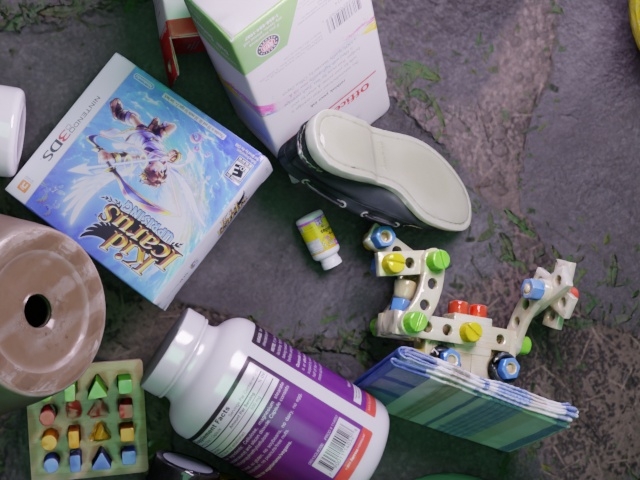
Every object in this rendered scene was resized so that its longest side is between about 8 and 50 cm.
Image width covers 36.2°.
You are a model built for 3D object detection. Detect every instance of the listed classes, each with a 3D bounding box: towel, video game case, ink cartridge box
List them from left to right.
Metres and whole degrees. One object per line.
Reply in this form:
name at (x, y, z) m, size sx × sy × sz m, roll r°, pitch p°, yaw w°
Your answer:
video game case at (-0.245, -0.082, 1.321) m, size 0.269 × 0.061 × 0.244 m, roll 35°, pitch 83°, yaw 13°
ink cartridge box at (-0.188, -0.337, 1.343) m, size 0.078 × 0.134 × 0.231 m, roll -10°, pitch 93°, yaw -12°
ink cartridge box at (-0.031, -0.251, 1.328) m, size 0.207 × 0.353 × 0.119 m, roll -39°, pitch 63°, yaw -10°
towel at (0.197, 0.232, 1.402) m, size 0.285 × 0.209 × 0.034 m, roll 20°, pitch 61°, yaw -10°

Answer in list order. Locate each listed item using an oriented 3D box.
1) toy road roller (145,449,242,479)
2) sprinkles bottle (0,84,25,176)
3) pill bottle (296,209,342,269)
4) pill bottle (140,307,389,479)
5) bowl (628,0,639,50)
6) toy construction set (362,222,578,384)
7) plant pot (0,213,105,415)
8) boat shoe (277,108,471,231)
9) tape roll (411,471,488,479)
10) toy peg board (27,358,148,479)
toy road roller at (-0.095, 0.419, 1.288) m, size 0.240 × 0.329 × 0.202 m, roll 21°, pitch 88°, yaw -47°
sprinkles bottle at (-0.571, -0.164, 1.267) m, size 0.355 × 0.121 × 0.121 m, roll 7°, pitch 89°, yaw -12°
pill bottle at (0.000, 0.000, 1.431) m, size 0.043 × 0.043 × 0.083 m, roll -28°, pitch 96°, yaw -11°
pill bottle at (-0.078, 0.228, 1.346) m, size 0.323 × 0.181 × 0.181 m, roll 33°, pitch 84°, yaw -10°
bowl at (0.582, -0.354, 1.497) m, size 0.289 × 0.156 × 0.289 m, roll 0°, pitch 91°, yaw -13°
toy construction set at (0.213, 0.099, 1.434) m, size 0.327 × 0.151 × 0.215 m, roll 7°, pitch 77°, yaw -10°
plant pot at (-0.418, 0.087, 1.149) m, size 0.323 × 0.280 × 0.323 m, roll 10°, pitch 77°, yaw -53°
boat shoe at (0.078, -0.081, 1.398) m, size 0.340 × 0.113 × 0.127 m, roll 15°, pitch 62°, yaw -42°
tape roll at (0.198, 0.514, 1.461) m, size 0.321 × 0.077 × 0.321 m, roll 0°, pitch 91°, yaw -13°
toy peg board at (-0.321, 0.253, 1.346) m, size 0.161 × 0.079 × 0.161 m, roll -3°, pitch 91°, yaw -12°
